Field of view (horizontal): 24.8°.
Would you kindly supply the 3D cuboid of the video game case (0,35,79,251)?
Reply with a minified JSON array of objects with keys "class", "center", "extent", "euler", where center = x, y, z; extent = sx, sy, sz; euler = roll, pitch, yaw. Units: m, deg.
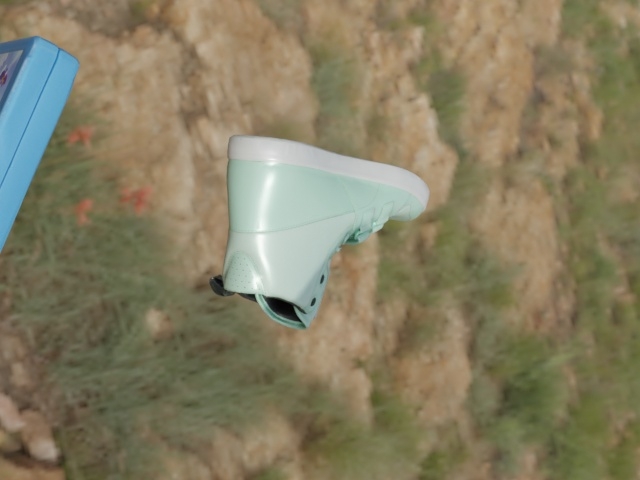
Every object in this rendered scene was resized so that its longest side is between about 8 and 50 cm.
[{"class":"video game case","center":[-0.127,0.006,0.393],"extent":[0.015,0.166,0.119],"euler":[29,75,-31]}]

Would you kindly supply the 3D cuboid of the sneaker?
[{"class":"sneaker","center":[-0.001,0.000,1.243],"extent":[0.256,0.094,0.151],"euler":[8,90,-54]}]
